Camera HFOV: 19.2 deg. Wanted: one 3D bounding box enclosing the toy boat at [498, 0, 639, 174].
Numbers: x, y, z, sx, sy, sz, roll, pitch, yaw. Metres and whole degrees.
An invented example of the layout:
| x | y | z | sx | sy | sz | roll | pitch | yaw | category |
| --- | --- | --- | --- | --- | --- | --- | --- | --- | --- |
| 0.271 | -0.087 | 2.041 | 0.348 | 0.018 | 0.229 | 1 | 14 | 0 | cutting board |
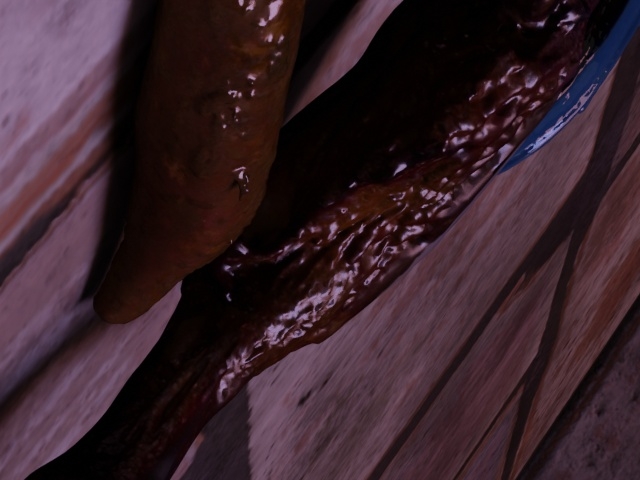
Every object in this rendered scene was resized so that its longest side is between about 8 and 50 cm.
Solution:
| x | y | z | sx | sy | sz | roll | pitch | yaw | category |
| --- | --- | --- | --- | --- | --- | --- | --- | --- | --- |
| 0.144 | -0.124 | 1.217 | 0.223 | 0.100 | 0.097 | -54 | 151 | -14 | toy boat |

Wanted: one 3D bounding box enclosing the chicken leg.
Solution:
| x | y | z | sx | sy | sz | roll | pitch | yaw | category |
| --- | --- | --- | --- | --- | --- | --- | --- | --- | --- |
| 0.000 | 0.000 | 0.911 | 0.407 | 0.096 | 0.158 | -48 | -170 | -19 | chicken leg |

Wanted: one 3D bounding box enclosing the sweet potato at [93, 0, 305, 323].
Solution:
| x | y | z | sx | sy | sz | roll | pitch | yaw | category |
| --- | --- | --- | --- | --- | --- | --- | --- | --- | --- |
| -0.040 | -0.071 | 0.770 | 0.066 | 0.072 | 0.314 | -23 | 149 | -32 | sweet potato |
